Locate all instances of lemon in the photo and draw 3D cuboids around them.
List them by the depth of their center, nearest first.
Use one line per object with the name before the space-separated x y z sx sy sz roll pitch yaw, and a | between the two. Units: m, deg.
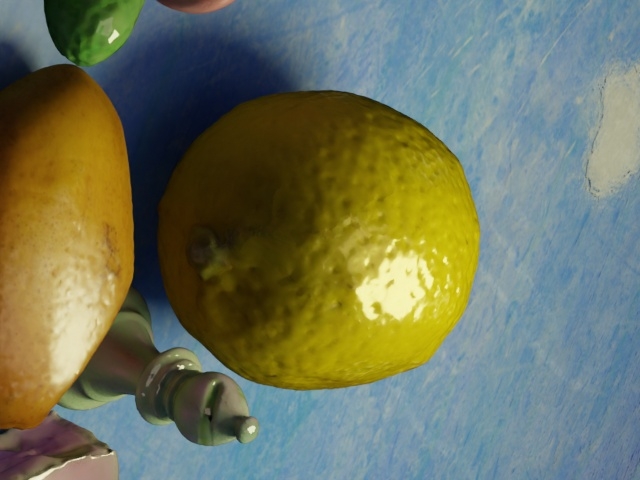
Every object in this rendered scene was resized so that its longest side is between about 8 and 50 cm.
lemon | 0.001 0.000 1.930 0.336 0.336 0.336 -23 124 -39

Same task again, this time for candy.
candy | -0.284 0.318 1.920 0.155 0.116 0.265 -22 124 -39

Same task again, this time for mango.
mango | -0.271 0.008 1.736 0.199 0.201 0.350 28 78 -79

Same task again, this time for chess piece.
chess piece | -0.156 0.132 1.849 0.139 0.272 0.139 -22 122 -39

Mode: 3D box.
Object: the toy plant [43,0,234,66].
toy plant | -0.150 -0.325 1.707 0.356 0.210 0.317 -19 89 -37
